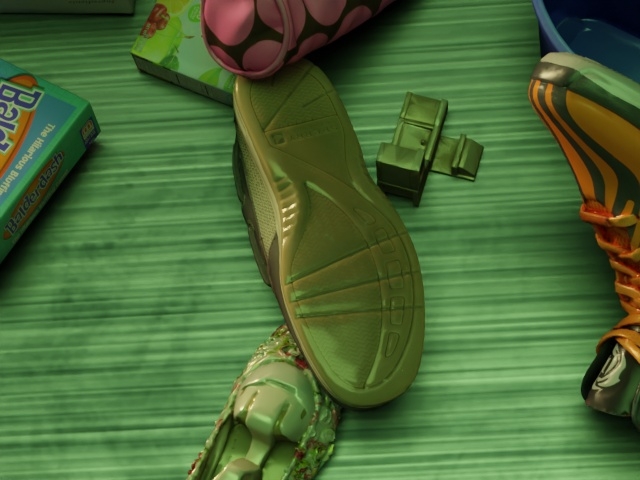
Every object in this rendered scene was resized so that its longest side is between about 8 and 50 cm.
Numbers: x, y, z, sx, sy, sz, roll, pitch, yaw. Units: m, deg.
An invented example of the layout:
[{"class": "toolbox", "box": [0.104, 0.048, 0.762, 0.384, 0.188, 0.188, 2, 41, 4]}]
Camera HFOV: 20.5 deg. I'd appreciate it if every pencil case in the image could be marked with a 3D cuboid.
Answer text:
[{"class": "pencil case", "box": [0.000, -0.204, 1.330, 0.095, 0.098, 0.209, 26, 45, 25]}]

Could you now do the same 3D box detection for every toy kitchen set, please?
[{"class": "toy kitchen set", "box": [0.086, -0.075, 1.330, 0.068, 0.075, 0.083, 15, 73, 8]}]

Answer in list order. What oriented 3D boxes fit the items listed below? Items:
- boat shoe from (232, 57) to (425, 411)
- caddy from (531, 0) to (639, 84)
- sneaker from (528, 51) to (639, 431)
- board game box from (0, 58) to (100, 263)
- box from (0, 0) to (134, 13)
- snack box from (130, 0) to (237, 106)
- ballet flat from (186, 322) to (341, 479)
[{"class": "boat shoe", "box": [0.000, 0.000, 1.300, 0.102, 0.092, 0.285, -14, 66, -16]}, {"class": "caddy", "box": [0.312, -0.161, 1.286, 0.341, 0.179, 0.241, 32, 78, 14]}, {"class": "sneaker", "box": [0.223, 0.028, 1.198, 0.321, 0.124, 0.180, 42, 88, -20]}, {"class": "board game box", "box": [-0.300, -0.078, 1.358, 0.210, 0.047, 0.160, 26, 66, 18]}, {"class": "box", "box": [-0.238, -0.283, 1.405, 0.181, 0.119, 0.181, 0, 72, 6]}, {"class": "snack box", "box": [-0.073, -0.184, 1.400, 0.100, 0.037, 0.141, 22, 75, 10]}, {"class": "ballet flat", "box": [-0.048, 0.158, 1.263, 0.091, 0.077, 0.241, 21, 74, 12]}]
